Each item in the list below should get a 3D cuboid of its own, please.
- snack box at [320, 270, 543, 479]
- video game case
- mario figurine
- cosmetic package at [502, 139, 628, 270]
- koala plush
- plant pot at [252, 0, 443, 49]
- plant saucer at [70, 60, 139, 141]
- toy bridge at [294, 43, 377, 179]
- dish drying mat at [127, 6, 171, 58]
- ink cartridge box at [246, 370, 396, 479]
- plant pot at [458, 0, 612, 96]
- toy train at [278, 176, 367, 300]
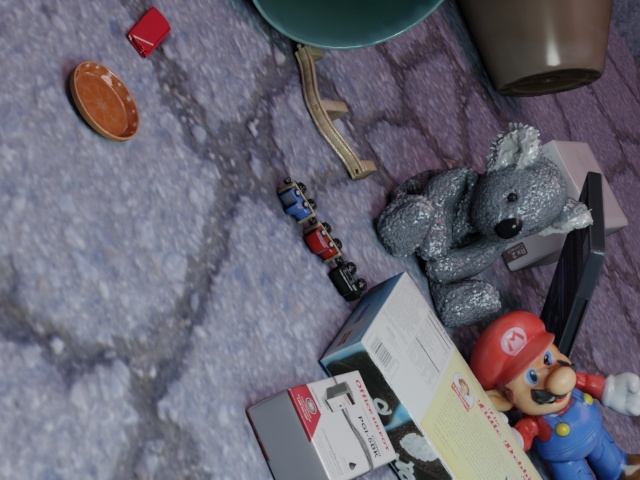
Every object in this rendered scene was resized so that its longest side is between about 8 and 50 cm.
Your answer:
[{"bbox_3d":[0.135,0.210,1.361,0.322,0.060,0.187,56,28,-9],"label":"snack box"},{"bbox_3d":[0.339,0.070,1.677,0.026,0.274,0.196,12,35,3],"label":"video game case"},{"bbox_3d":[0.309,0.223,1.534,0.321,0.170,0.198,52,30,-19],"label":"mario figurine"},{"bbox_3d":[0.354,-0.054,1.892,0.183,0.151,0.152,-4,67,-62],"label":"cosmetic package"},{"bbox_3d":[0.216,-0.041,1.565,0.196,0.221,0.203,50,28,-18],"label":"koala plush"},{"bbox_3d":[0.019,-0.426,1.548,0.293,0.293,0.235,37,21,-39],"label":"plant pot"},{"bbox_3d":[-0.204,-0.129,1.156,0.083,0.013,0.084,40,34,-34],"label":"plant saucer"},{"bbox_3d":[0.010,-0.164,1.544,0.063,0.026,0.188,-6,69,-60],"label":"toy bridge"},{"bbox_3d":[-0.179,-0.219,1.293,0.032,0.008,0.083,51,29,-17],"label":"dish drying mat"},{"bbox_3d":[0.004,0.184,1.164,0.135,0.056,0.099,-6,68,-60],"label":"ink cartridge box"},{"bbox_3d":[0.387,-0.412,2.177,0.323,0.323,0.281,4,77,-59],"label":"plant pot"},{"bbox_3d":[0.000,0.000,1.371,0.158,0.027,0.036,58,38,-7],"label":"toy train"}]
